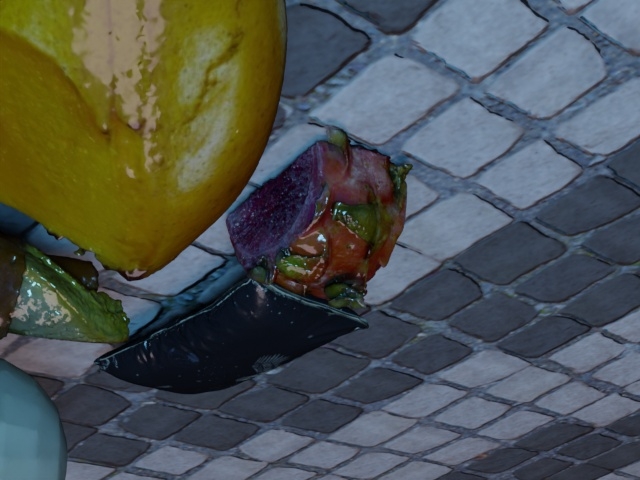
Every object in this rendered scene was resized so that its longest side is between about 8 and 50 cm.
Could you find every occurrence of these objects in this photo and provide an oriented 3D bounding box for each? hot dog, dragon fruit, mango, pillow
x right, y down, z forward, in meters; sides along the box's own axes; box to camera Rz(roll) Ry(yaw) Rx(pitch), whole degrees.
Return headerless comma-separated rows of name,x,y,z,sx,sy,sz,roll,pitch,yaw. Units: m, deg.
hot dog,-0.260,0.020,0.722,0.262,0.093,0.123,7,-177,-31
dragon fruit,0.000,0.000,0.775,0.102,0.096,0.147,25,131,-38
mango,-0.102,-0.111,0.541,0.187,0.138,0.257,18,137,-10
pillow,-0.079,0.088,0.915,0.208,0.055,0.141,-26,146,34

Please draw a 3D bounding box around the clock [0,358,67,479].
clock,-0.371,0.133,0.667,0.342,0.184,0.326,15,-175,27
